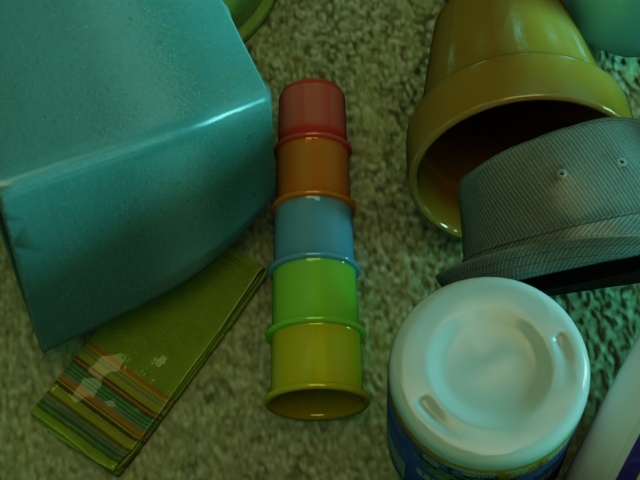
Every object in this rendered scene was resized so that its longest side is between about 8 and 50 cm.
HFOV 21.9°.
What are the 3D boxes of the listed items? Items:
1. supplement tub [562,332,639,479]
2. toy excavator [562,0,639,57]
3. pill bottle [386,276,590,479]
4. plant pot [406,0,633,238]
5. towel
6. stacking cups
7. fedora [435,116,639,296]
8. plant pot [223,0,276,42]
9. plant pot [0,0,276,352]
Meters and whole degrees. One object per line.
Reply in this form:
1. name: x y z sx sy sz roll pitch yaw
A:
1. supplement tub: 0.385 0.197 1.332 0.331 0.241 0.241 28 72 13
2. toy excavator: 0.366 -0.233 1.546 0.433 0.222 0.445 -2 78 -6
3. pill bottle: 0.130 0.145 1.346 0.152 0.272 0.152 -1 67 2
4. plant pot: 0.174 -0.130 1.511 0.205 0.205 0.188 -5 52 1
5. towel: -0.155 0.093 1.515 0.102 0.021 0.237 32 72 13
6. stacking cups: 0.000 0.000 1.509 0.096 0.096 0.316 0 67 2
7. fedora: 0.224 -0.028 1.359 0.275 0.244 0.124 -9 82 1
8. plant pot: -0.176 -0.332 1.565 0.276 0.254 0.276 -1 68 2
9. plant pot: -0.179 -0.098 1.464 0.252 0.247 0.248 -19 57 -11
